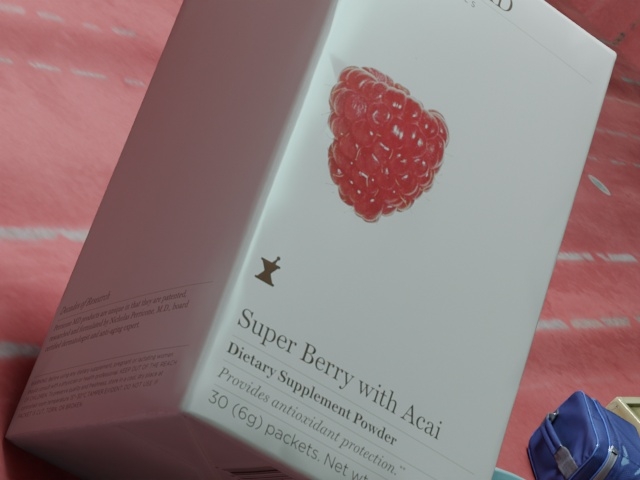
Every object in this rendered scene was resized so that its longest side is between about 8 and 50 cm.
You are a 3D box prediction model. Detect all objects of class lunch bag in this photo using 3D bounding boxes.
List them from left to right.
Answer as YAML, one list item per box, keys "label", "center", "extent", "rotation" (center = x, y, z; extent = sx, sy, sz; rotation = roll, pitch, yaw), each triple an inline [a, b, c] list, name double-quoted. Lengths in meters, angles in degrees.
- label: "lunch bag"
  center: [0.193, 0.156, 1.448]
  extent: [0.065, 0.067, 0.098]
  rotation: [35, 18, -21]

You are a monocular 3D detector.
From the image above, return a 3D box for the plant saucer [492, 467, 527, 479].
- label: "plant saucer"
  center: [0.169, 0.264, 1.197]
  extent: [0.317, 0.044, 0.317]
  rotation: [37, 19, -15]

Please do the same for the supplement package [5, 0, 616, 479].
- label: "supplement package"
  center: [0.000, 0.000, 1.008]
  extent: [0.177, 0.175, 0.293]
  rotation: [31, 64, -27]

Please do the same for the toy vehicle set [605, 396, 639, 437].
- label: "toy vehicle set"
  center: [0.345, 0.206, 1.694]
  extent: [0.166, 0.035, 0.267]
  rotation: [50, 20, 24]
